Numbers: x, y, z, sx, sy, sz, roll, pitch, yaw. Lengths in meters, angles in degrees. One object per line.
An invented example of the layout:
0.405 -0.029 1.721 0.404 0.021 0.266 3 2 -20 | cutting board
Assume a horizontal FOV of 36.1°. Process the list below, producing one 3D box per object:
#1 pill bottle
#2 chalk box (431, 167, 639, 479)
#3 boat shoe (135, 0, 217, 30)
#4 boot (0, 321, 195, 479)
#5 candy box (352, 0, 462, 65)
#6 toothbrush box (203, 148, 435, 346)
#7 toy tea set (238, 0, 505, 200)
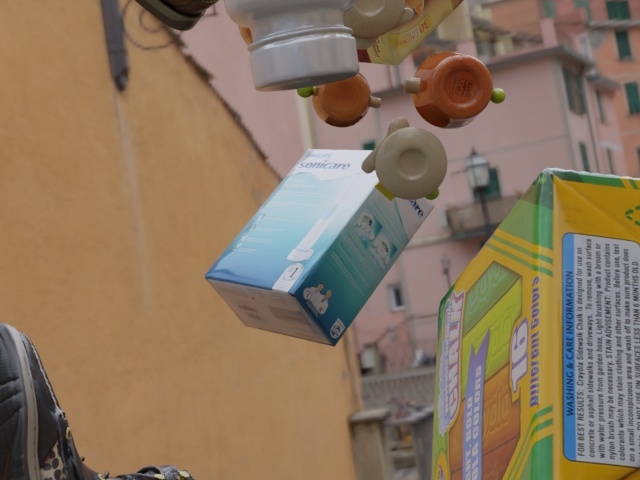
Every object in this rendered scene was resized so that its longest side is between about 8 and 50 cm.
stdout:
-0.031 -0.262 0.927 0.131 0.229 0.131 -9 4 1 | pill bottle
0.167 0.104 0.582 0.179 0.180 0.289 7 -23 -5 | chalk box
-0.243 -0.383 1.158 0.307 0.110 0.104 32 -48 -21 | boat shoe
-0.279 0.288 1.168 0.138 0.377 0.284 -34 -27 21 | boot
0.150 -0.432 1.510 0.088 0.183 0.316 14 50 40 | candy box
0.000 0.000 1.517 0.216 0.126 0.295 6 51 47 | toothbrush box
0.058 -0.210 1.191 0.200 0.336 0.124 -46 6 2 | toy tea set
